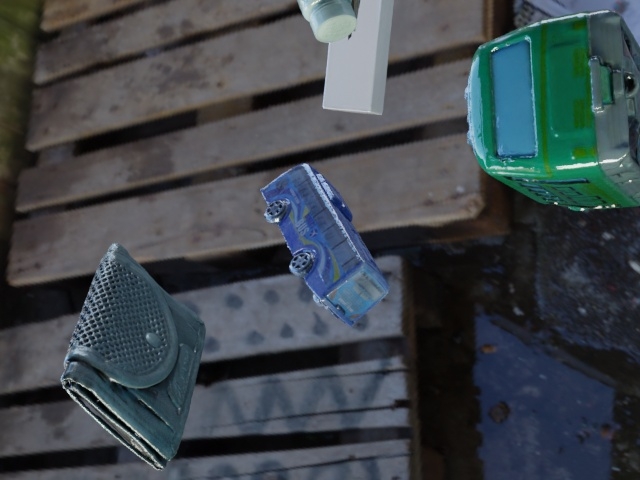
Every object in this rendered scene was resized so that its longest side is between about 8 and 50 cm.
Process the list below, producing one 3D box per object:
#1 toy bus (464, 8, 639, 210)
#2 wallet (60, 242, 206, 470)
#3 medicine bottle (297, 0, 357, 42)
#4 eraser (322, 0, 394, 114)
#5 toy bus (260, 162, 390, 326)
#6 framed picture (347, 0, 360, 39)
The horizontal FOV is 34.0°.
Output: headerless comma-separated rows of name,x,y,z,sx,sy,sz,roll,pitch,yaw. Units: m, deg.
toy bus,0.305,-0.137,1.258,0.199,0.343,0.184,-6,80,25
wallet,-0.288,0.172,1.688,0.075,0.237,0.342,-32,27,23
medicine bottle,0.001,-0.223,0.941,0.047,0.047,0.083,-30,66,23
eraser,0.063,-0.340,1.556,0.076,0.078,0.298,7,95,17
toy bus,0.003,0.001,1.277,0.094,0.079,0.236,-33,42,4
framed picture,0.044,-0.327,1.071,0.010,0.199,0.195,7,80,4
